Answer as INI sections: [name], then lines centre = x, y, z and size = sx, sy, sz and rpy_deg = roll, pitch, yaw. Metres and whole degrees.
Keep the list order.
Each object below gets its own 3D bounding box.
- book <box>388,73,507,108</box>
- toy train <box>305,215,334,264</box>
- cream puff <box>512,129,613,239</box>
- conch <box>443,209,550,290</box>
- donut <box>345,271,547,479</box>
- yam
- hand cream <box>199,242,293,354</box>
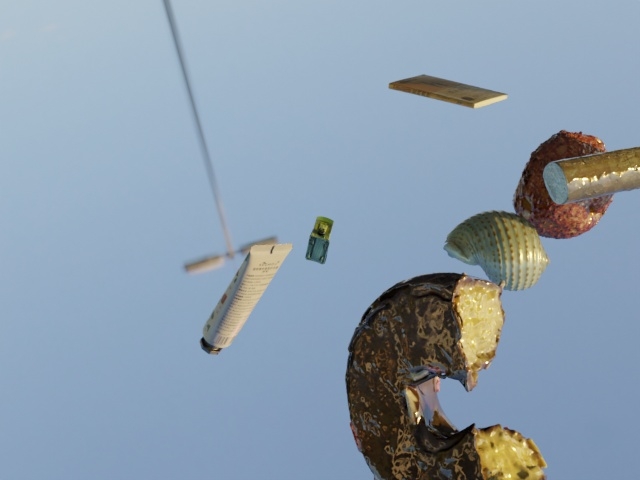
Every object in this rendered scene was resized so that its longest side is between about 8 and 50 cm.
[book]
centre = 0.219, -0.256, 2.213
size = 0.172, 0.012, 0.118
rpy_deg = 18, -157, 32
[toy train]
centre = 0.000, 0.000, 2.285
size = 0.038, 0.093, 0.056
rpy_deg = 16, -121, 2
[cream puff]
centre = 0.502, -0.108, 2.599
size = 0.164, 0.240, 0.240
rpy_deg = 20, -140, 33
[conch]
centre = 0.344, 0.006, 2.455
size = 0.200, 0.131, 0.172
rpy_deg = 26, -147, -19
[donut]
centre = 0.159, 0.220, 1.755
size = 0.136, 0.345, 0.259
rpy_deg = -9, 173, -45
[yam]
centre = 0.402, -0.095, 1.860
size = 0.169, 0.068, 0.068
rpy_deg = -11, -159, -26
[hand cream]
centre = -0.142, 0.101, 2.307
size = 0.095, 0.276, 0.059
rpy_deg = -3, -132, -41
